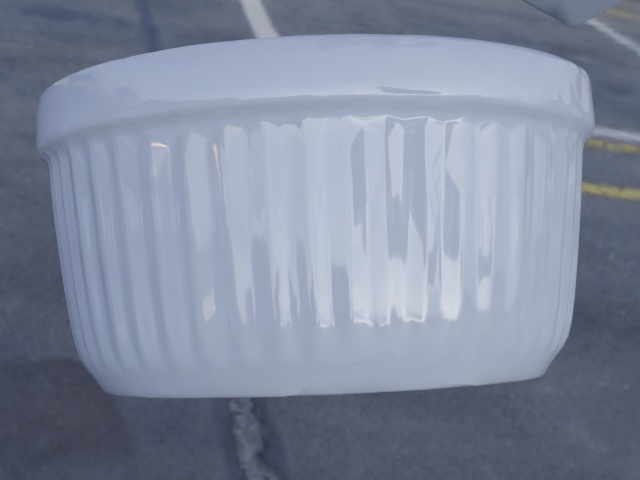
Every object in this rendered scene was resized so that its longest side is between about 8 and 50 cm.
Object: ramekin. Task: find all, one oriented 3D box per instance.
[{"bbox_3d":[0.000,0.000,0.432,0.207,0.109,0.207,-3,-4,0],"label":"ramekin"}]

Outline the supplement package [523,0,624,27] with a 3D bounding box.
[{"bbox_3d":[0.086,-0.236,0.479,0.262,0.145,0.204,21,-25,-27],"label":"supplement package"}]
